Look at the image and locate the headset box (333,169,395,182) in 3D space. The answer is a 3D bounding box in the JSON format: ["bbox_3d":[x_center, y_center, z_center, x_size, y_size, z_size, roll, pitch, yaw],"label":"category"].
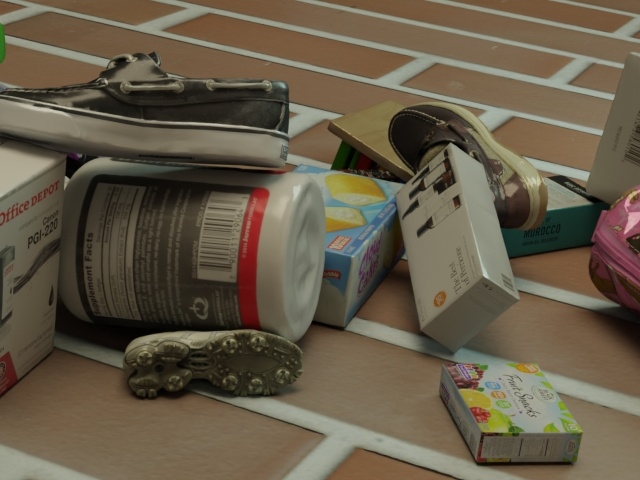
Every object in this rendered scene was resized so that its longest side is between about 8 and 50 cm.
[{"bbox_3d":[0.049,-0.057,1.952,0.083,0.062,0.032,-1,22,-15],"label":"headset box"}]

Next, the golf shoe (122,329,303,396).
[{"bbox_3d":[-0.106,0.109,1.502,0.176,0.069,0.086,2,16,-12],"label":"golf shoe"}]

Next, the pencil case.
[{"bbox_3d":[0.428,0.072,1.616,0.160,0.167,0.386,-33,28,-2],"label":"pencil case"}]

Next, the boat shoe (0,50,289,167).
[{"bbox_3d":[-0.177,-0.134,1.486,0.301,0.102,0.108,4,-4,-8],"label":"boat shoe"}]

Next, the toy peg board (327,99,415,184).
[{"bbox_3d":[0.106,-0.109,2.105,0.161,0.079,0.161,35,33,23],"label":"toy peg board"}]

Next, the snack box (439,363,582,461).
[{"bbox_3d":[0.181,0.164,1.473,0.100,0.037,0.141,2,22,-13],"label":"snack box"}]

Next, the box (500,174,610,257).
[{"bbox_3d":[0.240,-0.027,1.931,0.244,0.060,0.100,-8,27,-31],"label":"box"}]

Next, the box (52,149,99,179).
[{"bbox_3d":[-0.294,-0.086,1.827,0.116,0.162,0.029,24,66,38],"label":"box"}]

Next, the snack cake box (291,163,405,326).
[{"bbox_3d":[0.000,0.000,1.763,0.152,0.089,0.264,13,23,14],"label":"snack cake box"}]

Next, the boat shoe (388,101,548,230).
[{"bbox_3d":[0.160,-0.094,1.862,0.092,0.103,0.285,-4,30,-34],"label":"boat shoe"}]

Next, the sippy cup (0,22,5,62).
[{"bbox_3d":[-0.602,-0.264,2.109,0.224,0.240,0.305,8,-19,34],"label":"sippy cup"}]

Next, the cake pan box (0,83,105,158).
[{"bbox_3d":[-0.423,-0.167,1.950,0.267,0.070,0.246,22,-2,33],"label":"cake pan box"}]

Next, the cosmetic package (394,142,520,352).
[{"bbox_3d":[0.145,0.003,1.682,0.060,0.099,0.239,31,29,-27],"label":"cosmetic package"}]

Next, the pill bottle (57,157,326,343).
[{"bbox_3d":[-0.166,0.005,1.574,0.319,0.176,0.176,5,21,14],"label":"pill bottle"}]

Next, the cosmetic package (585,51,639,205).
[{"bbox_3d":[0.543,-0.108,1.956,0.366,0.197,0.155,6,17,-35],"label":"cosmetic package"}]

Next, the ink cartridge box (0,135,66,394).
[{"bbox_3d":[-0.316,0.028,1.435,0.092,0.218,0.158,12,23,14],"label":"ink cartridge box"}]
